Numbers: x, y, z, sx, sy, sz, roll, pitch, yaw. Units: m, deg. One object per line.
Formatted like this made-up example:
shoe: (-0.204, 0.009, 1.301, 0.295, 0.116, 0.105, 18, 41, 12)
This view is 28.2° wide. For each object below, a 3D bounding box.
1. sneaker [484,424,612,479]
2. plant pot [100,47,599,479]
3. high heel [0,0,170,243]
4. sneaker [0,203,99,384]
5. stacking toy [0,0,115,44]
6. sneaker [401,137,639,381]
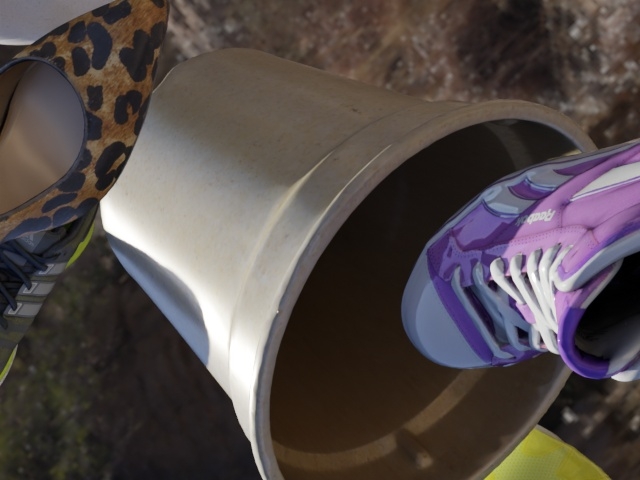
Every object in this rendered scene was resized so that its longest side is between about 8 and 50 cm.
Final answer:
sneaker: (0.228, 0.285, 0.946, 0.385, 0.145, 0.147, 58, 171, 29)
plant pot: (0.000, 0.000, 0.980, 0.305, 0.334, 0.334, 34, 175, 43)
high heel: (-0.196, -0.051, 0.702, 0.093, 0.261, 0.186, 46, -170, 14)
sneaker: (-0.292, 0.029, 1.157, 0.111, 0.300, 0.121, 29, 146, -8)
stacking toy: (-0.273, -0.406, 1.434, 0.350, 0.350, 0.480, 46, -165, -1)
sneaker: (0.120, 0.022, 0.652, 0.102, 0.282, 0.161, 53, -136, -5)
